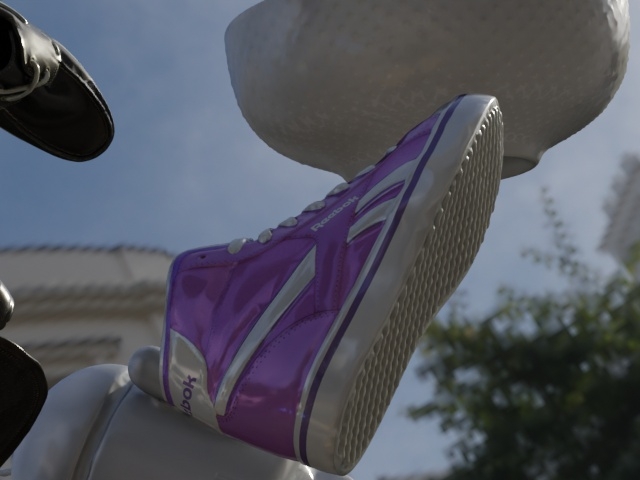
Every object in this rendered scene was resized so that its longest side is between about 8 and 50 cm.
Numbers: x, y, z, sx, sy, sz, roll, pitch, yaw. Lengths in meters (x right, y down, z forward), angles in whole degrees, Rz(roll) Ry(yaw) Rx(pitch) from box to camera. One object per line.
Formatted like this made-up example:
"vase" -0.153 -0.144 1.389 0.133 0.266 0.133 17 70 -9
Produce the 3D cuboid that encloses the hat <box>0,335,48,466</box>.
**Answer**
"hat" -0.354 0.215 1.567 0.331 0.134 0.331 -21 -35 -16

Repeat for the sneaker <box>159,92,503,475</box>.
"sneaker" 0.000 0.000 1.184 0.282 0.161 0.102 -56 -29 -34

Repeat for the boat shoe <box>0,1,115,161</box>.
"boat shoe" -0.237 -0.128 1.441 0.084 0.079 0.233 -43 -55 4

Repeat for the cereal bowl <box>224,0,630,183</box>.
"cereal bowl" 0.093 -0.122 1.621 0.339 0.141 0.339 -5 -8 -1

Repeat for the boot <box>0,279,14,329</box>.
"boot" -0.352 0.035 1.373 0.246 0.083 0.161 -30 -63 -9

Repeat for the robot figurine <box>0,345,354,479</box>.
"robot figurine" -0.146 0.240 1.882 0.354 0.200 0.300 18 -63 9
